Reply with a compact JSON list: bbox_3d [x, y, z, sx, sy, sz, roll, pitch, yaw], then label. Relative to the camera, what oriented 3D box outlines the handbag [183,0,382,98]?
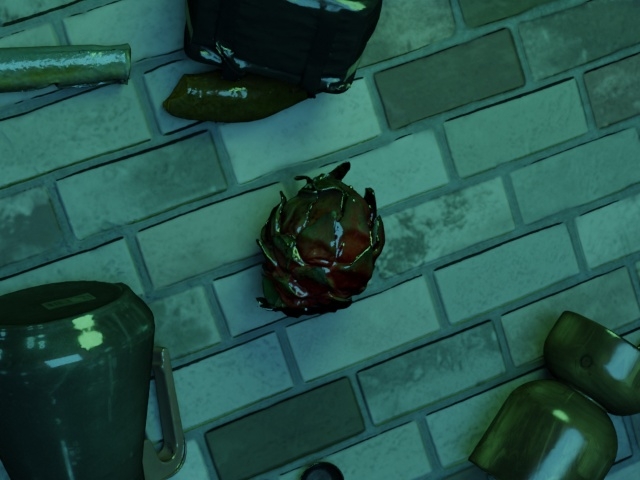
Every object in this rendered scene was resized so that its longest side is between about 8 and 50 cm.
[{"bbox_3d":[-0.052,-0.308,1.670,0.254,0.181,0.181,12,49,-7],"label":"handbag"}]

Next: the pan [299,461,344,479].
[{"bbox_3d":[-0.019,0.362,1.826,0.115,0.023,0.068,-34,103,-13],"label":"pan"}]

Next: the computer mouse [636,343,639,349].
[{"bbox_3d":[0.521,0.189,1.950,0.099,0.057,0.172,39,96,-17],"label":"computer mouse"}]

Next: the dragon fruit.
[{"bbox_3d":[-0.001,0.009,1.722,0.182,0.182,0.189,-5,129,-15],"label":"dragon fruit"}]

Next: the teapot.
[{"bbox_3d":[-0.305,0.233,1.644,0.300,0.253,0.344,-21,110,-45],"label":"teapot"}]

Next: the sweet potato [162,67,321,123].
[{"bbox_3d":[-0.091,-0.199,1.732,0.243,0.077,0.077,-5,96,-12],"label":"sweet potato"}]

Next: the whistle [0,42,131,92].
[{"bbox_3d":[-0.408,-0.222,1.648,0.326,0.057,0.068,-4,139,-14],"label":"whistle"}]

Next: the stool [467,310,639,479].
[{"bbox_3d":[0.356,0.258,1.844,0.179,0.179,0.264,36,85,-16],"label":"stool"}]
